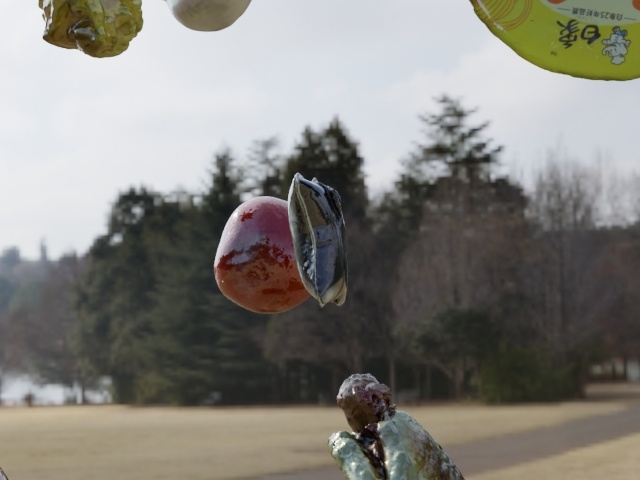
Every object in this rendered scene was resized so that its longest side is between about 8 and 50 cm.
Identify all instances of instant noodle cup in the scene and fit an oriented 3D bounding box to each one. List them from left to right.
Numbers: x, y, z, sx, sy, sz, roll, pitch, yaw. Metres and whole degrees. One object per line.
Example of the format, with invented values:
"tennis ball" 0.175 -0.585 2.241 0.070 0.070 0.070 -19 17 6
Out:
"instant noodle cup" 0.273 -0.309 1.162 0.311 0.311 0.221 -1 5 4

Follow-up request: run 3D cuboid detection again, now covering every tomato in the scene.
"tomato" -0.072 0.016 1.477 0.156 0.155 0.069 -3 -14 23

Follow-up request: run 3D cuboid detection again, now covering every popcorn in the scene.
"popcorn" -0.301 -0.303 1.513 0.126 0.145 0.126 -35 3 40

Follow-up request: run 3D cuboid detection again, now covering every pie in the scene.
"pie" 0.110 0.302 1.310 0.105 0.257 0.274 -32 -49 13

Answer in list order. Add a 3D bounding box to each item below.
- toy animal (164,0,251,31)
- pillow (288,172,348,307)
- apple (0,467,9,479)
"toy animal" -0.134 -0.271 0.784 0.196 0.241 0.367 -35 -1 0
"pillow" -0.002 0.000 1.169 0.055 0.135 0.091 -7 -5 -12
"apple" -0.357 0.236 1.027 0.147 0.156 0.158 41 5 -46
